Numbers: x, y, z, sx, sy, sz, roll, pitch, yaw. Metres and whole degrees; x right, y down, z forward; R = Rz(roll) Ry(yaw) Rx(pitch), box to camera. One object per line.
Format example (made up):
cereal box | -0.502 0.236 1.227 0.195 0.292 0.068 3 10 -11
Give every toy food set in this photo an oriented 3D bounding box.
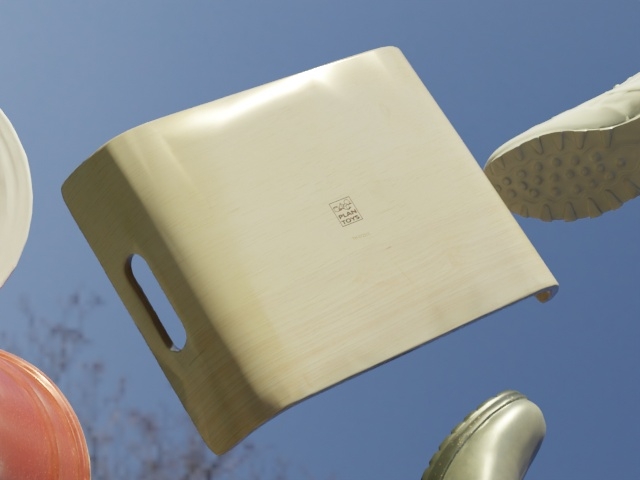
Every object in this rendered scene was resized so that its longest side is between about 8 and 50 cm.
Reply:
toy food set | 0.000 0.000 1.235 0.220 0.306 0.092 58 -35 15

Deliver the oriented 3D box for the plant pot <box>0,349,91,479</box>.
plant pot | -0.360 0.190 1.496 0.265 0.272 0.272 71 10 -72

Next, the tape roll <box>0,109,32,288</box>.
tape roll | -0.421 -0.034 1.652 0.100 0.286 0.286 157 -67 -69

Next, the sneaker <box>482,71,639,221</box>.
sneaker | 0.251 -0.090 1.478 0.235 0.090 0.095 -19 -149 16

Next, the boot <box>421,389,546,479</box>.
boot | 0.122 0.210 1.067 0.161 0.246 0.083 20 -40 26
